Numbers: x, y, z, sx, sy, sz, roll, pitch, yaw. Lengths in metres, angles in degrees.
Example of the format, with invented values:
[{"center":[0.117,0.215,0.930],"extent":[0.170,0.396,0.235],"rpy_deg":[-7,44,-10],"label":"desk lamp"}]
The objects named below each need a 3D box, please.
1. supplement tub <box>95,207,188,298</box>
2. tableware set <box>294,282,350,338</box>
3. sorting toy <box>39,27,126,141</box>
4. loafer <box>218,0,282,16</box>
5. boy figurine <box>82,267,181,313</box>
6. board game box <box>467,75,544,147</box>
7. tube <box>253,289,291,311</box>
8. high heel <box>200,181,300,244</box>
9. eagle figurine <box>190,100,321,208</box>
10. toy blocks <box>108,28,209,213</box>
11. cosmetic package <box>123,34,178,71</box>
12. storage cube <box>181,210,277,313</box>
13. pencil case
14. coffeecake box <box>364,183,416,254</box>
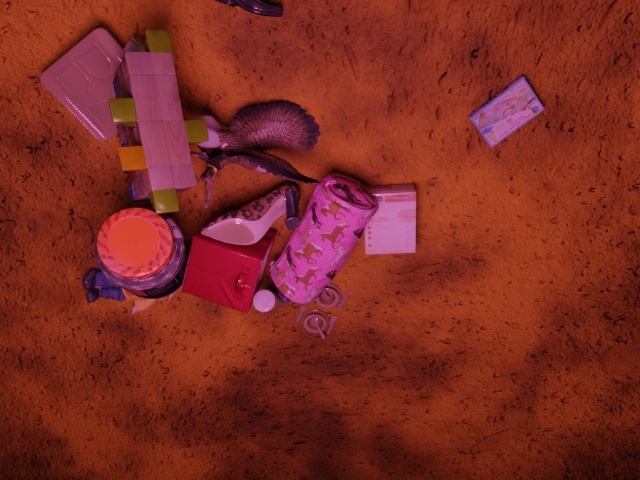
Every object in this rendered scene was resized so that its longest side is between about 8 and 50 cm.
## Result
[{"center":[-0.451,0.038,1.208],"extent":[0.207,0.338,0.207],"rpy_deg":[3,77,-12],"label":"supplement tub"},{"center":[0.003,0.221,1.467],"extent":[0.128,0.039,0.194],"rpy_deg":[19,116,-7],"label":"tableware set"},{"center":[-0.520,-0.351,1.194],"extent":[0.229,0.041,0.307],"rpy_deg":[-25,123,21],"label":"sorting toy"},{"center":[-0.165,-0.559,1.068],"extent":[0.170,0.062,0.061],"rpy_deg":[16,112,-7],"label":"loafer"},{"center":[-0.564,0.149,1.427],"extent":[0.285,0.092,0.177],"rpy_deg":[4,114,4],"label":"boy figurine"},{"center":[0.468,-0.324,1.180],"extent":[0.154,0.026,0.103],"rpy_deg":[-37,110,18],"label":"board game box"},{"center":[-0.143,0.180,1.365],"extent":[0.070,0.240,0.062],"rpy_deg":[39,86,7],"label":"tube"},{"center":[-0.180,-0.081,1.237],"extent":[0.261,0.186,0.093],"rpy_deg":[-8,130,3],"label":"high heel"},{"center":[-0.158,-0.224,1.171],"extent":[0.298,0.225,0.226],"rpy_deg":[-10,100,19],"label":"eagle figurine"},{"center":[-0.400,-0.247,1.086],"extent":[0.191,0.261,0.381],"rpy_deg":[-12,95,-31],"label":"toy blocks"},{"center":[-0.411,-0.443,1.136],"extent":[0.115,0.060,0.041],"rpy_deg":[38,111,-17],"label":"cosmetic package"},{"center":[-0.251,0.056,1.302],"extent":[0.193,0.215,0.183],"rpy_deg":[19,117,-1],"label":"storage cube"},{"center":[0.000,0.000,1.264],"extent":[0.160,0.167,0.386],"rpy_deg":[52,128,27],"label":"pencil case"},{"center":[0.192,-0.058,1.301],"extent":[0.142,0.068,0.185],"rpy_deg":[-2,117,5],"label":"coffeecake box"}]
